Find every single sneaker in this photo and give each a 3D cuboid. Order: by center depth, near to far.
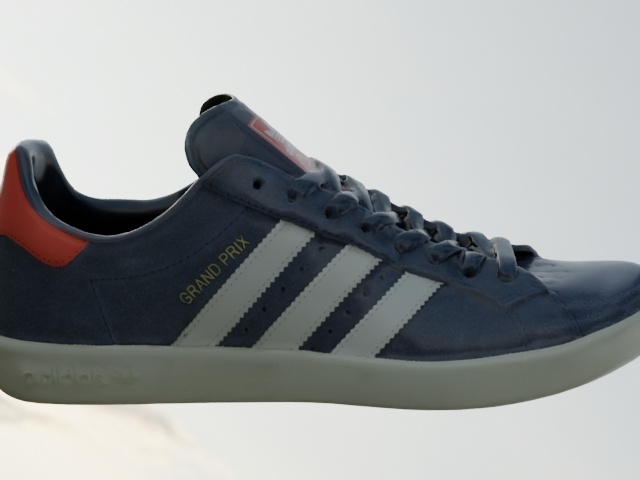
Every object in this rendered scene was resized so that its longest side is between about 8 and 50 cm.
[{"bbox_3d":[0.000,0.000,0.796,0.350,0.148,0.131,-2,9,-1],"label":"sneaker"}]
